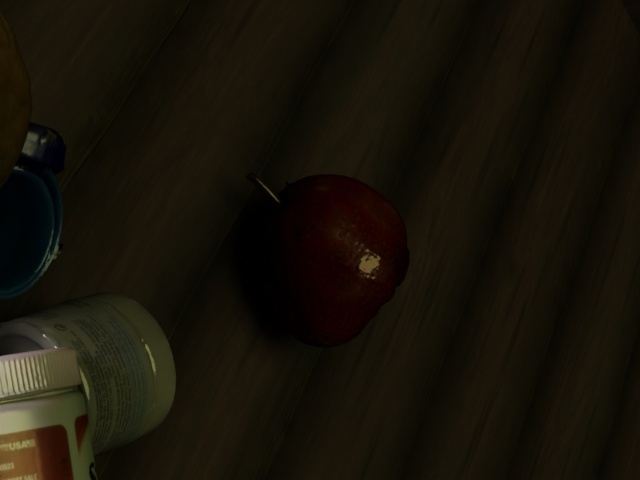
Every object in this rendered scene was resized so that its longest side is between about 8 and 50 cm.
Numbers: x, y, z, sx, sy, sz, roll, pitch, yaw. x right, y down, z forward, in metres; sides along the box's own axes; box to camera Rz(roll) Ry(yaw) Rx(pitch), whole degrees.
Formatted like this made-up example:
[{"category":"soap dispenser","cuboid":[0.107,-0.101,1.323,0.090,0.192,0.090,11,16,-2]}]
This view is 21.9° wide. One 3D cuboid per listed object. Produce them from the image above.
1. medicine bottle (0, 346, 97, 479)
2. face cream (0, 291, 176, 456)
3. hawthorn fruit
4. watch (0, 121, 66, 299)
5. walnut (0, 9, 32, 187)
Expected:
[{"category":"medicine bottle","cuboid":[-0.350,0.241,1.648,0.252,0.252,0.241,-7,87,-55]},{"category":"face cream","cuboid":[-0.275,0.156,1.843,0.153,0.177,0.177,-16,94,-53]},{"category":"hawthorn fruit","cuboid":[0.000,0.000,2.252,0.266,0.210,0.230,52,45,-15]},{"category":"watch","cuboid":[-0.364,-0.040,1.805,0.196,0.171,0.200,22,78,-52]},{"category":"walnut","cuboid":[-0.431,-0.133,1.577,0.333,0.333,0.333,19,66,-51]}]
